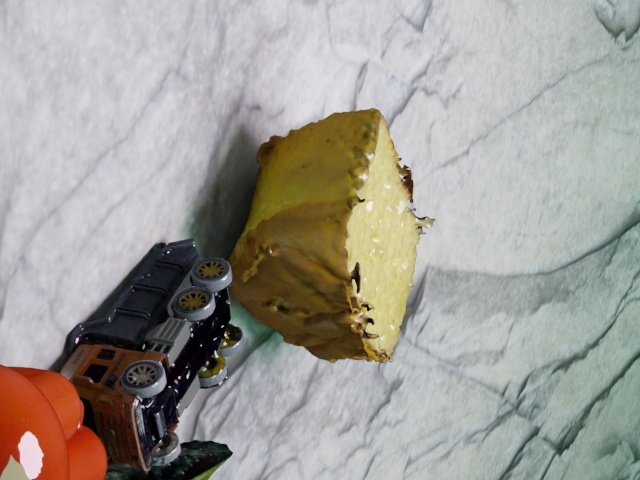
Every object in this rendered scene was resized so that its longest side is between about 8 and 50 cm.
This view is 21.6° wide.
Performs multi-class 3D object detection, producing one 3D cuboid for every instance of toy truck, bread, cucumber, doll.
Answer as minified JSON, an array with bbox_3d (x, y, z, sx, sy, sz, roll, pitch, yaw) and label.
[{"bbox_3d":[-0.127,0.084,1.282,0.192,0.092,0.083,-59,151,-46],"label":"toy truck"},{"bbox_3d":[-0.002,0.000,1.431,0.260,0.147,0.160,60,41,-63],"label":"bread"},{"bbox_3d":[-0.152,0.191,1.325,0.078,0.062,0.211,-46,168,20],"label":"cucumber"},{"bbox_3d":[-0.226,0.155,1.077,0.290,0.130,0.161,-26,123,-64],"label":"doll"}]
